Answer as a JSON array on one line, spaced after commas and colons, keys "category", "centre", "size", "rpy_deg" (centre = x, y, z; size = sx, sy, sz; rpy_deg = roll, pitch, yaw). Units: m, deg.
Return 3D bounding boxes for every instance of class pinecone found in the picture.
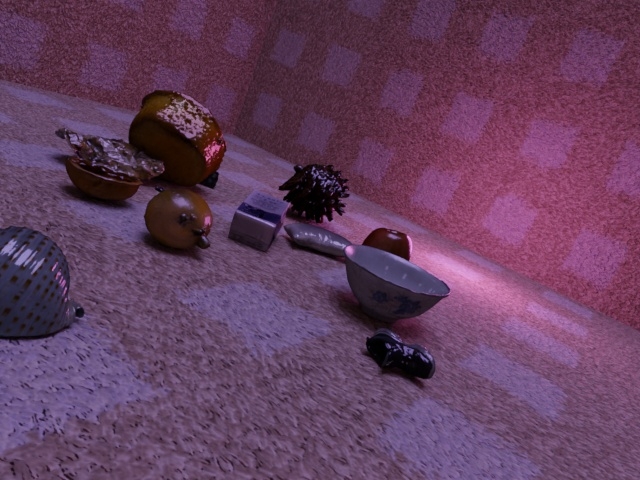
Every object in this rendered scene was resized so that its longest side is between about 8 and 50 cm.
[{"category": "pinecone", "centre": [-0.015, -0.206, 2.134], "size": [0.296, 0.242, 0.298], "rpy_deg": [38, 48, 8]}]

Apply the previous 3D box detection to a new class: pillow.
[{"category": "pillow", "centre": [0.000, 0.000, 1.739], "size": [0.254, 0.078, 0.144], "rpy_deg": [17, 15, -18]}]

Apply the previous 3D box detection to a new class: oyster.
[{"category": "oyster", "centre": [-0.715, -0.292, 1.695], "size": [0.351, 0.114, 0.238], "rpy_deg": [19, 15, -11]}]

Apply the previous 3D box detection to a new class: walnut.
[{"category": "walnut", "centre": [-0.626, -0.162, 1.400], "size": [0.211, 0.087, 0.167], "rpy_deg": [19, 7, -17]}]

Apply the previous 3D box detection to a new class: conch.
[{"category": "conch", "centre": [-0.464, 0.051, 0.763], "size": [0.200, 0.131, 0.172], "rpy_deg": [18, 14, -10]}]

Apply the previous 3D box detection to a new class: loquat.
[{"category": "loquat", "centre": [-0.359, -0.052, 1.272], "size": [0.204, 0.149, 0.172], "rpy_deg": [41, 18, 15]}]

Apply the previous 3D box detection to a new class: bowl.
[{"category": "bowl", "centre": [0.185, 0.139, 1.365], "size": [0.313, 0.146, 0.313], "rpy_deg": [21, 13, -5]}]

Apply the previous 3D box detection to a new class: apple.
[{"category": "apple", "centre": [0.232, 0.041, 1.760], "size": [0.181, 0.168, 0.181], "rpy_deg": [15, 14, -4]}]

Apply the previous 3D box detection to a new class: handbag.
[{"category": "handbag", "centre": [-0.487, -0.280, 2.082], "size": [0.115, 0.072, 0.139], "rpy_deg": [18, 10, -9]}]

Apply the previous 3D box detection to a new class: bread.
[{"category": "bread", "centre": [-0.536, -0.367, 1.812], "size": [0.358, 0.337, 0.204], "rpy_deg": [30, 43, -6]}]

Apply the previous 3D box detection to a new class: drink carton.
[{"category": "drink carton", "centre": [-0.194, -0.072, 1.592], "size": [0.134, 0.101, 0.222], "rpy_deg": [20, 27, 1]}]

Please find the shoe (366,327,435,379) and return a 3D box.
[{"category": "shoe", "centre": [0.163, 0.254, 1.074], "size": [0.169, 0.071, 0.099], "rpy_deg": [27, 17, 35]}]
